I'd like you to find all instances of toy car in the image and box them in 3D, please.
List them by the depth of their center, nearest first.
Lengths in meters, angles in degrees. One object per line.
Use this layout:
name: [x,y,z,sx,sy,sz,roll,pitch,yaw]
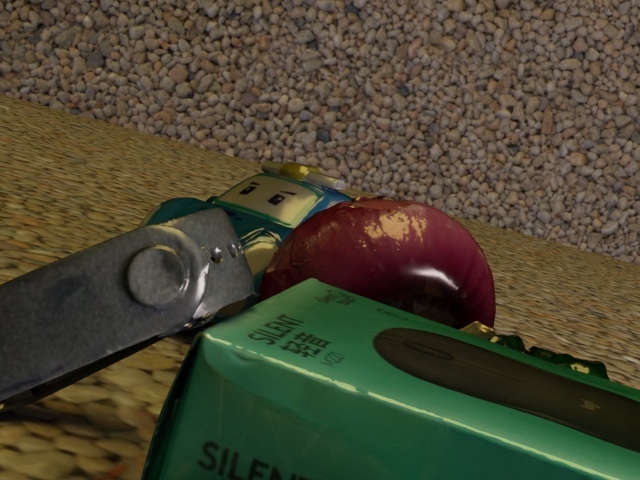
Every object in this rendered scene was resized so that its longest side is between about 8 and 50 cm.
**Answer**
toy car: [-0.039,0.008,0.949,0.198,0.166,0.314,17,8,37]

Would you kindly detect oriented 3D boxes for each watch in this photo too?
watch: [-0.137,0.045,0.520,0.206,0.068,0.193,-24,-2,-11]

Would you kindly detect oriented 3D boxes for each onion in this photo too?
onion: [0.041,0.055,0.714,0.177,0.177,0.153,14,41,-13]

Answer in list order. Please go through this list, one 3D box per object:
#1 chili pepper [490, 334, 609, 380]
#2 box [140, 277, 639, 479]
chili pepper: [0.200,0.131,0.850,0.099,0.083,0.253,5,6,-5]
box: [0.088,0.128,0.527,0.311,0.118,0.205,18,8,14]
